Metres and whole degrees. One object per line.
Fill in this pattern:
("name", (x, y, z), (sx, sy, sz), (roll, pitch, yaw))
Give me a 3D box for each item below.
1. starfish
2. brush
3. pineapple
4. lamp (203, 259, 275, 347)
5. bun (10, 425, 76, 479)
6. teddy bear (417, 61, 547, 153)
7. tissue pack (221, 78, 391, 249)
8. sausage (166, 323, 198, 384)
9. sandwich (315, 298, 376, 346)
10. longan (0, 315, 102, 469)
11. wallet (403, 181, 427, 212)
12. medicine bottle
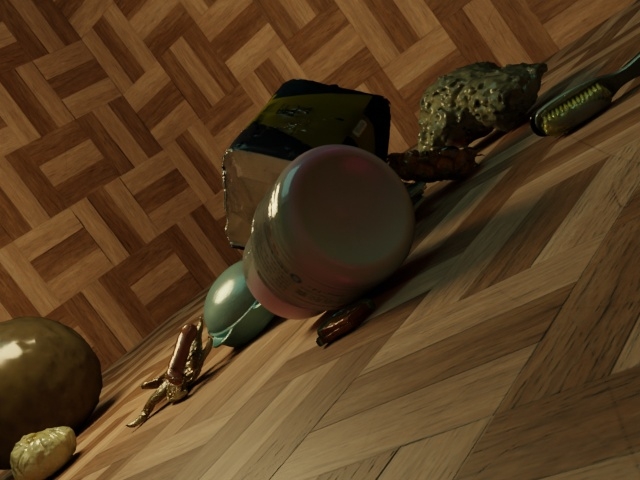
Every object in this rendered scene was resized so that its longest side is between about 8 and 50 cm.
("starfish", (-0.303, 0.284, 1.959), (0.277, 0.062, 0.235), (-53, 17, -23))
("brush", (0.512, -0.267, 1.665), (0.296, 0.068, 0.060), (-33, 25, 16))
("pineapple", (0.246, -0.165, 2.065), (0.224, 0.076, 0.225), (-4, 0, 0))
("lamp", (-0.165, 0.125, 2.067), (0.209, 0.147, 0.284), (-42, 2, 11))
("bun", (-0.638, 0.485, 2.147), (0.164, 0.111, 0.188), (-35, 1, -16))
("teddy bear", (0.408, -0.325, 2.305), (0.357, 0.225, 0.367), (-35, 20, -7))
("tissue pack", (-0.024, -0.154, 1.996), (0.264, 0.253, 0.417), (11, 33, 13))
("sausage", (-0.284, 0.233, 1.914), (0.042, 0.036, 0.158), (-39, 26, 34))
("sandwich", (0.040, 0.121, 1.430), (0.101, 0.026, 0.069), (-33, 5, 26))
("longan", (-0.826, 0.410, 2.582), (0.435, 0.404, 0.404), (-34, 4, -15))
("wallet", (0.125, -0.042, 2.054), (0.223, 0.077, 0.309), (-40, 7, -5))
("medicine bottle", (0.000, 0.000, 1.580), (0.241, 0.241, 0.302), (-39, -3, -28))
